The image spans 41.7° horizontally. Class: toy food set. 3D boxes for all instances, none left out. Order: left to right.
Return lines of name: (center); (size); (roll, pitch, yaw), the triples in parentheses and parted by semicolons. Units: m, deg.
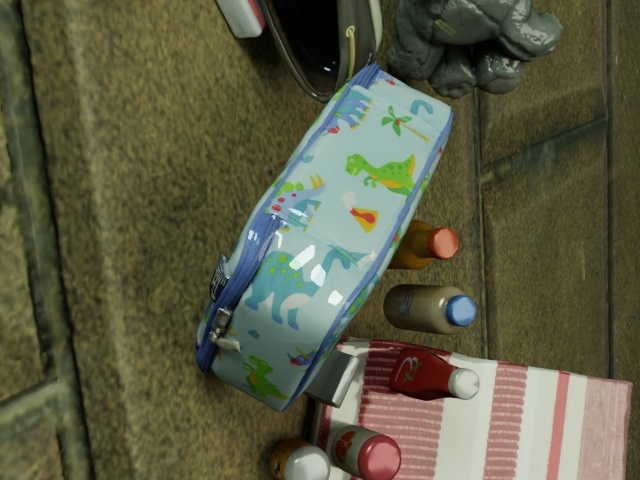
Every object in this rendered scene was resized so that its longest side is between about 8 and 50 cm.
toy food set: (0.054, 0.103, 0.663); (0.111, 0.104, 0.232); (32, 75, -22)

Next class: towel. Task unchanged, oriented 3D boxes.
towel: (0.137, 0.224, 0.766); (0.329, 0.037, 0.237); (12, 81, -20)

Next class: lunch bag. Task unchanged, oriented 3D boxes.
lunch bag: (0.000, 0.000, 0.580); (0.219, 0.090, 0.176); (-59, 178, -34)

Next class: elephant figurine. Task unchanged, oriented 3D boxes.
elephant figurine: (0.139, -0.272, 0.813); (0.169, 0.186, 0.239); (14, 63, -15)

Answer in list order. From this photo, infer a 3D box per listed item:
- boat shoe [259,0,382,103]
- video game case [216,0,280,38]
boat shoe: (-0.013, -0.197, 0.557); (0.069, 0.081, 0.228); (-65, 145, -37)
video game case: (-0.035, -0.317, 0.614); (0.285, 0.025, 0.204); (-63, 141, -33)
